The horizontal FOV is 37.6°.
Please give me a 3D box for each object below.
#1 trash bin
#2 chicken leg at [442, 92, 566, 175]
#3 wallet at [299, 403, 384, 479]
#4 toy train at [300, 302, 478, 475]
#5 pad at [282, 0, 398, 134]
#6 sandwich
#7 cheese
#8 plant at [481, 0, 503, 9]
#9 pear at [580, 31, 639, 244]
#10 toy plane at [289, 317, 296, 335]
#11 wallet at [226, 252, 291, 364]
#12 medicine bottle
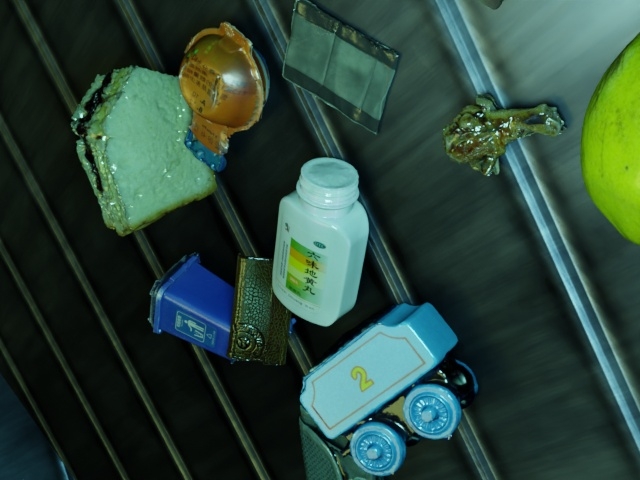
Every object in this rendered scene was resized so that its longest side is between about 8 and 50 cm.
[{"bbox_3d":[-0.259,0.156,2.169,0.234,0.184,0.163,27,136,14],"label":"trash bin"},{"bbox_3d":[0.281,-0.178,1.483,0.125,0.080,0.196,49,133,-6],"label":"chicken leg"},{"bbox_3d":[0.046,0.560,2.181,0.237,0.075,0.342,21,128,39],"label":"wallet"},{"bbox_3d":[0.128,0.279,1.785,0.300,0.188,0.265,-41,85,26],"label":"toy train"},{"bbox_3d":[0.029,-0.310,1.682,0.233,0.022,0.174,36,135,22],"label":"pad"},{"bbox_3d":[-0.374,-0.204,1.964,0.131,0.262,0.326,7,119,44],"label":"sandwich"},{"bbox_3d":[-0.200,-0.278,1.846,0.217,0.129,0.329,41,137,19],"label":"cheese"},{"bbox_3d":[0.215,-0.430,1.300,0.204,0.178,0.234,36,130,22],"label":"plant"},{"bbox_3d":[0.475,-0.146,1.164,0.287,0.287,0.375,23,115,34],"label":"pear"},{"bbox_3d":[-0.098,0.137,2.075,0.062,0.054,0.167,22,134,68],"label":"toy plane"},{"bbox_3d":[-0.126,0.150,2.020,0.132,0.039,0.243,8,109,-3],"label":"wallet"},{"bbox_3d":[0.000,0.000,1.832,0.179,0.124,0.324,33,133,27],"label":"medicine bottle"}]
